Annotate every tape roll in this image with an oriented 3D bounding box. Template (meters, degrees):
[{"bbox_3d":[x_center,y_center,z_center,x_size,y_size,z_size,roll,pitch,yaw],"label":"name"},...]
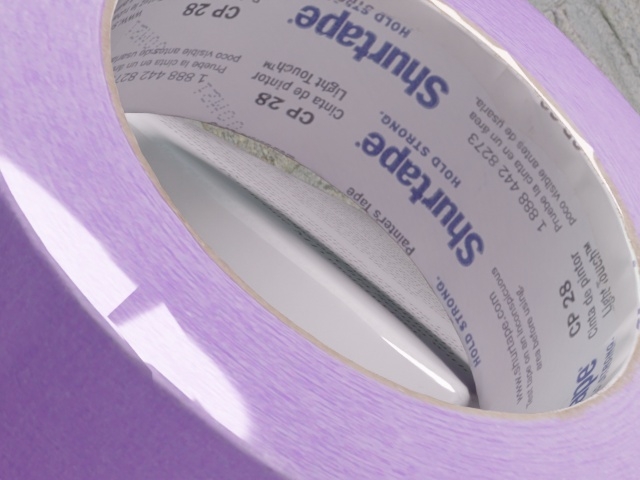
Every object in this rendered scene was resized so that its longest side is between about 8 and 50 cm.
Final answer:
[{"bbox_3d":[0.000,0.000,0.465,0.275,0.275,0.090,-19,-25,-50],"label":"tape roll"}]

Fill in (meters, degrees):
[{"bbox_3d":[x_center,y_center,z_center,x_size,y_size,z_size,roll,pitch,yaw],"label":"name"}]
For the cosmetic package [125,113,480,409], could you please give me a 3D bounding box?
[{"bbox_3d":[0.003,0.082,0.784,0.161,0.230,0.453,-53,-22,6],"label":"cosmetic package"}]
